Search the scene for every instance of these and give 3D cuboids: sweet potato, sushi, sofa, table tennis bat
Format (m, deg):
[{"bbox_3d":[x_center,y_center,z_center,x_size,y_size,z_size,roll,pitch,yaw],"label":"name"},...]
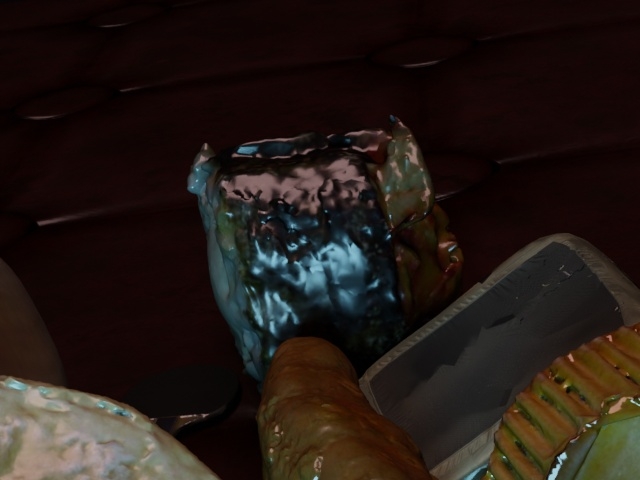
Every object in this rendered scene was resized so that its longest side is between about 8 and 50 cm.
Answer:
[{"bbox_3d":[0.022,0.150,0.793,0.095,0.106,0.354,-14,39,-5],"label":"sweet potato"},{"bbox_3d":[0.000,0.000,1.124,0.182,0.196,0.343,-21,6,-6],"label":"sushi"},{"bbox_3d":[0.148,0.135,0.949,0.225,0.176,0.210,-39,22,4],"label":"sofa"},{"bbox_3d":[-0.113,0.132,1.155,0.095,0.014,0.158,-5,20,9],"label":"table tennis bat"}]

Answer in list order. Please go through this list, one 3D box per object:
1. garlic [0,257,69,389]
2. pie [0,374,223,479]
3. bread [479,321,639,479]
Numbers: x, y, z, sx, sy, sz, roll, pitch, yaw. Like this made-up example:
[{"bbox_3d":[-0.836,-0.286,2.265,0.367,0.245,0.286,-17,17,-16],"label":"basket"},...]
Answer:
[{"bbox_3d":[-0.319,0.098,1.076,0.231,0.246,0.340,-35,4,1],"label":"garlic"},{"bbox_3d":[-0.163,0.201,0.784,0.338,0.075,0.337,7,47,-8],"label":"pie"},{"bbox_3d":[0.180,0.135,0.791,0.199,0.199,0.104,-14,19,-11],"label":"bread"}]
